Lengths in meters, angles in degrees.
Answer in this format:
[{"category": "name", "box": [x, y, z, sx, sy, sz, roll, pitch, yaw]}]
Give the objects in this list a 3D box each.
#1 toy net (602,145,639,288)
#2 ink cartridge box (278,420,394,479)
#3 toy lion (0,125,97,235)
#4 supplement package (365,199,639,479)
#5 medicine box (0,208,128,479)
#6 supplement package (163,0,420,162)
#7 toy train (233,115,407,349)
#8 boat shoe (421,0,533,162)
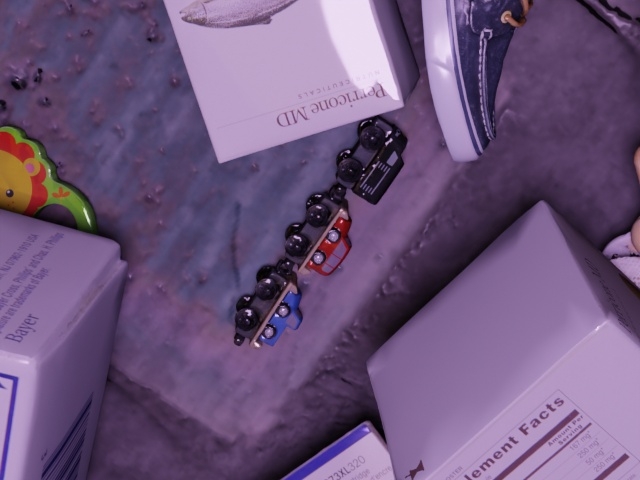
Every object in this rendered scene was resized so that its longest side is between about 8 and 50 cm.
[{"category": "toy net", "box": [0.210, -0.030, 0.819, 0.122, 0.045, 0.232, 19, 110, -24]}, {"category": "ink cartridge box", "box": [0.075, 0.286, 0.897, 0.175, 0.069, 0.371, -36, 98, 15]}, {"category": "toy lion", "box": [-0.178, -0.018, 0.880, 0.100, 0.034, 0.096, 11, 97, 5]}, {"category": "supplement package", "box": [0.159, 0.121, 0.774, 0.244, 0.139, 0.134, 40, 106, -22]}, {"category": "medicine box", "box": [-0.283, 0.104, 0.837, 0.289, 0.149, 0.263, 16, 116, 4]}, {"category": "supplement package", "box": [-0.025, -0.146, 0.787, 0.105, 0.105, 0.179, -17, 101, 11]}, {"category": "toy train", "box": [0.000, 0.000, 0.860, 0.036, 0.027, 0.158, 32, 105, -12]}, {"category": "boat shoe", "box": [0.096, -0.134, 0.794, 0.083, 0.065, 0.183, -5, 102, 10]}]
